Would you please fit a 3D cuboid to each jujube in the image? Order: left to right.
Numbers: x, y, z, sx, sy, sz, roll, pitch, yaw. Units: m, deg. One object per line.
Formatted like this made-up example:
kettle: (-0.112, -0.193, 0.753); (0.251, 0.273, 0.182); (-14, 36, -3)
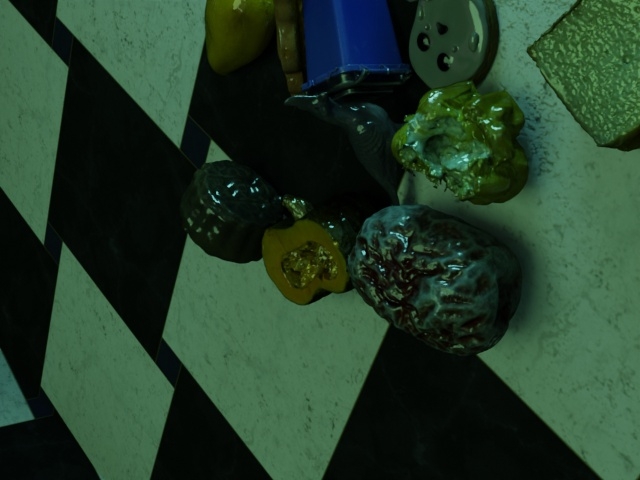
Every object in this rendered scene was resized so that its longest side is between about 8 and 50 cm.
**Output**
jujube: (0.194, 0.063, 1.728); (0.317, 0.226, 0.226); (24, 120, 39)

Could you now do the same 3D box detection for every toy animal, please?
toy animal: (0.123, -0.173, 1.791); (0.206, 0.367, 0.081); (-31, 33, 18)

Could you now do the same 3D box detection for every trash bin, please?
trash bin: (0.056, -0.371, 1.798); (0.184, 0.163, 0.234); (-13, 85, 57)

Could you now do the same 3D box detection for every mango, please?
mango: (-0.172, -0.453, 2.083); (0.176, 0.119, 0.317); (60, 149, 13)

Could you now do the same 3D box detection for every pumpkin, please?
pumpkin: (0.000, 0.000, 1.970); (0.317, 0.139, 0.221); (-22, 92, 63)

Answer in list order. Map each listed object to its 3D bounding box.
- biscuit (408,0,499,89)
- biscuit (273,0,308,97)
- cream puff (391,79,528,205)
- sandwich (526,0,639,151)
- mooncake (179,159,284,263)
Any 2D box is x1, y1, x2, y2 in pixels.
biscuit: (0.216, -0.344, 1.694); (0.181, 0.049, 0.208); (40, 128, 37)
biscuit: (-0.057, -0.416, 1.892); (0.047, 0.202, 0.333); (-2, 130, 9)
cream puff: (0.246, -0.165, 1.629); (0.221, 0.195, 0.194); (34, 129, 17)
sandwich: (0.440, -0.270, 1.412); (0.226, 0.087, 0.251); (59, 141, 16)
mooncake: (-0.183, -0.069, 2.141); (0.228, 0.228, 0.124); (54, 132, 23)
